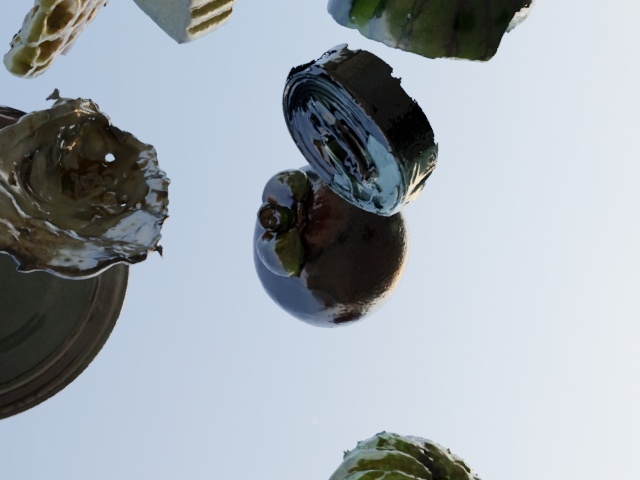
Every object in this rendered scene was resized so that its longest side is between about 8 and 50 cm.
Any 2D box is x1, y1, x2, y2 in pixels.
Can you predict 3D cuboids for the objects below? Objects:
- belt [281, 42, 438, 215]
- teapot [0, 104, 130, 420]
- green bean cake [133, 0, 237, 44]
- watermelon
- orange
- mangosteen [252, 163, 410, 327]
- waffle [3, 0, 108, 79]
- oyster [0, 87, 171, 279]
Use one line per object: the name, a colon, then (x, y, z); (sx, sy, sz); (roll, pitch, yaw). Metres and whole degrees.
belt: (0.029, -0.084, 0.741); (0.140, 0.105, 0.058); (50, -124, -3)
teapot: (-0.350, -0.005, 0.770); (0.315, 0.312, 0.233); (26, -100, -29)
green bean cake: (-0.210, -0.431, 1.341); (0.124, 0.233, 0.236); (-35, -107, -31)
watermelon: (0.183, -0.406, 1.467); (0.331, 0.331, 0.189); (-11, -54, -45)
orange: (0.123, 0.416, 1.368); (0.300, 0.223, 0.301); (27, -153, -23)
mangosteen: (0.005, 0.008, 1.199); (0.216, 0.216, 0.216); (16, -114, -40)
waffle: (-0.219, -0.272, 0.924); (0.051, 0.291, 0.291); (32, -125, -11)
oyster: (-0.135, -0.030, 0.518); (0.105, 0.056, 0.177); (13, -150, -16)
